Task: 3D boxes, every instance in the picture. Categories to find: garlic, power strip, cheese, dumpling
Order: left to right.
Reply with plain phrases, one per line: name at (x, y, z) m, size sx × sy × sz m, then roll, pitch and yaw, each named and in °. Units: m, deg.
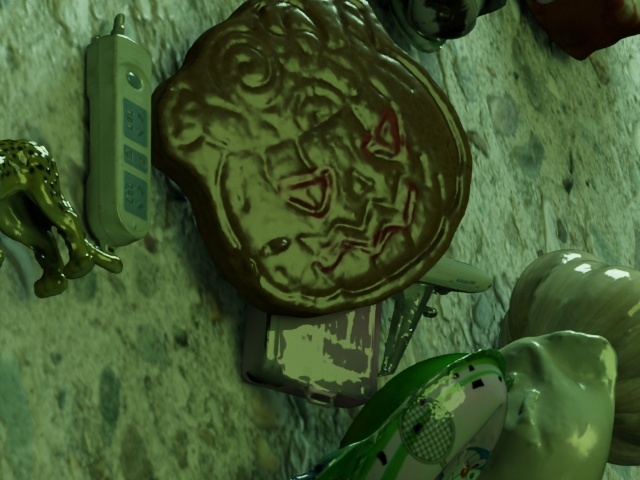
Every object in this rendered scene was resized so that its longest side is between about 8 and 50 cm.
power strip at (-0.144, -0.079, 1.341) m, size 0.047 × 0.030 × 0.191 m, roll 30°, pitch 52°, yaw -53°
power strip at (0.000, 0.000, 1.488) m, size 0.109 × 0.037 × 0.278 m, roll 18°, pitch 65°, yaw -30°
cheese at (0.048, 0.177, 1.438) m, size 0.083 × 0.204 × 0.320 m, roll 40°, pitch 36°, yaw 23°
dumpling at (0.181, 0.182, 1.677) m, size 0.124 × 0.151 × 0.228 m, roll 137°, pitch -25°, yaw -81°
garlic at (0.265, 0.120, 1.794) m, size 0.152 × 0.228 × 0.227 m, roll -32°, pitch 106°, yaw -33°

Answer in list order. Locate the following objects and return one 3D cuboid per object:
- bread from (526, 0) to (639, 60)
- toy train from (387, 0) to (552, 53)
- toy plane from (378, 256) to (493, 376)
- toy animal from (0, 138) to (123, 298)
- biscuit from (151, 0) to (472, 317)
bread at (0.303, -0.382, 2.183) m, size 0.295 × 0.114 × 0.327 m, roll 58°, pitch 34°, yaw -29°
toy train at (0.123, -0.338, 1.798) m, size 0.249 × 0.173 × 0.307 m, roll 51°, pitch 36°, yaw -24°
toy plane at (0.069, 0.019, 1.631) m, size 0.226 × 0.058 × 0.226 m, roll 21°, pitch 55°, yaw -47°
toy animal at (-0.203, -0.035, 1.179) m, size 0.181 × 0.073 × 0.136 m, roll 2°, pitch 68°, yaw -57°
biscuit at (0.002, -0.072, 1.461) m, size 0.273 × 0.049 × 0.257 m, roll -39°, pitch 99°, yaw -39°
